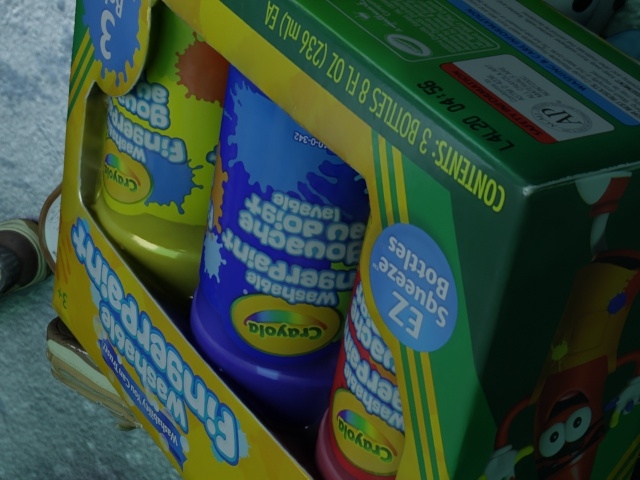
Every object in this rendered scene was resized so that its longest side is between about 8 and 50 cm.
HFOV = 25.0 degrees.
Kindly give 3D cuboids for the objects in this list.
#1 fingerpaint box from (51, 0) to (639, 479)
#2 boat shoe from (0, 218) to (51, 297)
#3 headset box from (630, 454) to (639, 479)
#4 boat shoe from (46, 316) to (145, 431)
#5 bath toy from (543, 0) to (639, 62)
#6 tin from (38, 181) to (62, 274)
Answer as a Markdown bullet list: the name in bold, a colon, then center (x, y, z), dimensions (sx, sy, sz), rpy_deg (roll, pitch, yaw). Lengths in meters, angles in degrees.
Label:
- **fingerpaint box**: center (0.000, 0.000, 0.894), dimensions (0.445, 0.163, 0.371), rpy_deg (45, 136, 40)
- **boat shoe**: center (-0.336, 0.040, 1.257), dimensions (0.223, 0.073, 0.080), rpy_deg (-19, 93, 28)
- **headset box**: center (0.322, 0.172, 0.878), dimensions (0.246, 0.131, 0.283), rpy_deg (-44, 81, 28)
- **boat shoe**: center (-0.151, 0.129, 1.202), dimensions (0.190, 0.068, 0.072), rpy_deg (30, 125, 27)
- **bath toy**: center (0.107, -0.221, 0.961), dimensions (0.129, 0.151, 0.348), rpy_deg (-39, 78, -9)
- **tin**: center (-0.157, -0.029, 1.180), dimensions (0.106, 0.040, 0.189), rpy_deg (49, 117, 4)
